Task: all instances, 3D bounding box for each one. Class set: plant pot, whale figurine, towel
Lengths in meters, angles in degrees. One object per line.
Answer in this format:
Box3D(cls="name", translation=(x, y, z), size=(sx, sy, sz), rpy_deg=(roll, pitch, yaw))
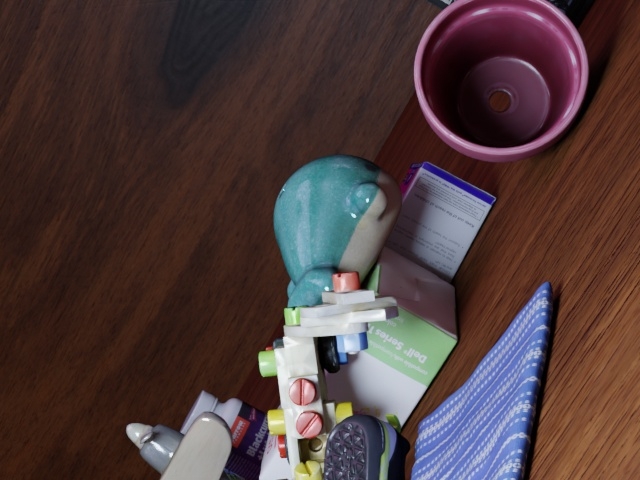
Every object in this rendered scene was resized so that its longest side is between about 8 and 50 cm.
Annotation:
Box3D(cls="plant pot", translation=(0.220, -0.184, 1.713), size=(0.201, 0.201, 0.180), rpy_deg=(-61, -11, -2))
Box3D(cls="whale figurine", translation=(0.000, 0.000, 1.745), size=(0.216, 0.141, 0.272), rpy_deg=(-54, 8, 38))
Box3D(cls="towel", translation=(0.121, 0.211, 1.275), size=(0.243, 0.040, 0.336), rpy_deg=(-57, 7, 38))

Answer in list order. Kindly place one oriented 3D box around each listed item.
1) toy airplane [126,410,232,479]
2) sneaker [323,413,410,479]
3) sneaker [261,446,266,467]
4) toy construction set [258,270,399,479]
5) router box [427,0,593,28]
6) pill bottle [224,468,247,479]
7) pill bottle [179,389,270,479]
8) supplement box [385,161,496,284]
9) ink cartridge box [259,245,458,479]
Box3D(cls="toy airplane", translation=(-0.265, 0.447, 2.011), size=(0.386, 0.384, 0.272), rpy_deg=(-22, 29, -6))
Box3D(cls="sneaker", translation=(0.053, 0.288, 1.414), size=(0.084, 0.097, 0.235), rpy_deg=(-1, 74, 43))
Box3D(cls="sneaker", translation=(-0.017, 0.255, 2.129), size=(0.275, 0.107, 0.110), rpy_deg=(-62, -5, -12))
Box3D(cls="toy construction set", translation=(-0.004, 0.191, 1.540), size=(0.215, 0.151, 0.328), rpy_deg=(-14, -68, -85))
Box3D(cls="router box", translation=(0.290, -0.426, 1.948), size=(0.309, 0.243, 0.081), rpy_deg=(-59, 5, 15))
Box3D(cls="pill bottle", translation=(-0.205, 0.493, 2.390), size=(0.152, 0.152, 0.272), rpy_deg=(-59, 6, 22))
Box3D(cls="pill bottle", translation=(-0.121, 0.318, 2.261), size=(0.108, 0.193, 0.108), rpy_deg=(-61, 5, 9))
Box3D(cls="supplement box", translation=(0.128, 0.015, 1.900), size=(0.220, 0.114, 0.111), rpy_deg=(-63, 6, -1))
Box3D(cls="ink cartridge box", translation=(0.031, 0.202, 1.768), size=(0.353, 0.119, 0.207), rpy_deg=(-59, 5, 16))
